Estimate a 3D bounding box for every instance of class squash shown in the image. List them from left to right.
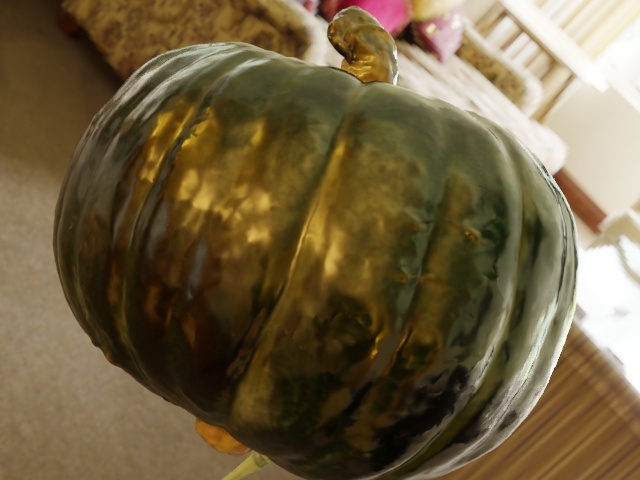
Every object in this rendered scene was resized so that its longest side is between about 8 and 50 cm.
[{"bbox_3d":[-0.001,0.005,0.500,0.218,0.172,0.218,39,-7,5],"label":"squash"}]

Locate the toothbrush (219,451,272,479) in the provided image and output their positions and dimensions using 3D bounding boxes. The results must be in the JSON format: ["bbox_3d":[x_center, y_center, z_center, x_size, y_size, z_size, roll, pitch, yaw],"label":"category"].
[{"bbox_3d":[-0.025,0.129,0.790,0.016,0.219,0.019,59,17,14],"label":"toothbrush"}]
